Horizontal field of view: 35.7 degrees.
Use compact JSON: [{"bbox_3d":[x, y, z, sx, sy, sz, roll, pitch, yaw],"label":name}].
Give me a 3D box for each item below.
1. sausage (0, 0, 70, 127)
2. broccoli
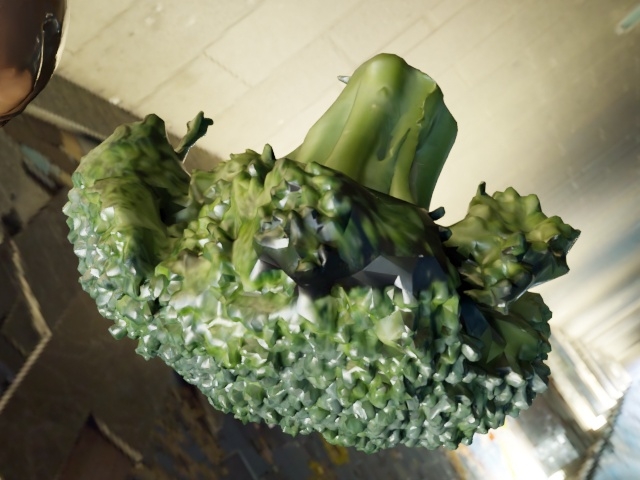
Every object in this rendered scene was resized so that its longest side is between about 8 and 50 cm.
[{"bbox_3d":[-0.173,-0.180,0.341,0.121,0.304,0.121,-17,-175,2],"label":"sausage"},{"bbox_3d":[0.002,0.022,0.744,0.317,0.338,0.277,-37,127,-2],"label":"broccoli"}]
